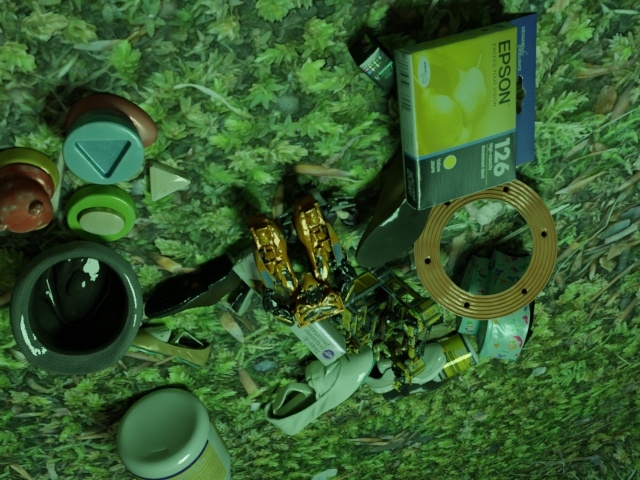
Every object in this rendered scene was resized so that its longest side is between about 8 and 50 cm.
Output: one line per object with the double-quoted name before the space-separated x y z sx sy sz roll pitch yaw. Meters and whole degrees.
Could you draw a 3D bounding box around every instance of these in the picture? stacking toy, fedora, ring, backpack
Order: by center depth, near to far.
"stacking toy" -0.400 -0.085 1.194 0.309 0.130 0.279 -32 135 14
"fedora" -0.484 0.117 1.336 0.244 0.124 0.275 -2 111 -19
"ring" 0.374 0.015 1.524 0.337 0.032 0.336 -1 95 -6
"backpack" 0.439 0.166 1.670 0.191 0.253 0.225 5 136 2

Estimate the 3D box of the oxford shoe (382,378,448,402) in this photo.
"oxford shoe" 0.285 0.432 2.030 0.213 0.076 0.076 -16 167 -7

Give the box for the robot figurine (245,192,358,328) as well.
"robot figurine" -0.037 0.060 1.373 0.211 0.085 0.290 -22 119 -3

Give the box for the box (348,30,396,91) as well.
"box" 0.100 -0.317 1.190 0.052 0.062 0.083 -40 133 21

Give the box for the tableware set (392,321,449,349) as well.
"tableware set" 0.255 0.259 1.852 0.194 0.039 0.128 -16 149 4

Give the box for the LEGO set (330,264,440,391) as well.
"LEGO set" 0.131 0.229 1.614 0.192 0.255 0.331 -29 152 -27

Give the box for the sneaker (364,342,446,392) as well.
"sneaker" 0.221 0.349 1.859 0.263 0.099 0.121 -29 142 23

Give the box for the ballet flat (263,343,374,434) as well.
"ballet flat" -0.018 0.409 1.846 0.139 0.139 0.400 21 127 -35

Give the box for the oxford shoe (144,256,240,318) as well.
"oxford shoe" -0.281 0.127 1.489 0.227 0.082 0.096 -23 141 5

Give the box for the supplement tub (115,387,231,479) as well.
"supplement tub" -0.378 0.573 1.789 0.241 0.241 0.331 -16 137 -4

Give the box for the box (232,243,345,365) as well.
"box" -0.066 0.144 1.497 0.063 0.067 0.324 -37 108 16

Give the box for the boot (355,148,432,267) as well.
"boot" 0.163 -0.075 1.411 0.112 0.115 0.305 15 120 -36

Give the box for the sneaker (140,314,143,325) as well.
"sneaker" -0.451 0.171 1.479 0.119 0.067 0.042 -3 134 -18

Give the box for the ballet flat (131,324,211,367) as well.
"ballet flat" -0.361 0.239 1.595 0.232 0.080 0.073 29 91 -42

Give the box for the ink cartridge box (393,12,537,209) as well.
"ink cartridge box" 0.292 -0.236 1.244 0.308 0.072 0.303 -18 120 -15

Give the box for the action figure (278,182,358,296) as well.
"action figure" 0.000 0.000 1.454 0.186 0.099 0.284 -10 122 -1

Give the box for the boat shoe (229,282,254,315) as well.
"boat shoe" -0.175 0.121 1.552 0.046 0.038 0.125 -41 163 -53

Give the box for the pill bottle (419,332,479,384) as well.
"pill bottle" 0.353 0.343 1.923 0.184 0.103 0.103 -27 137 7
